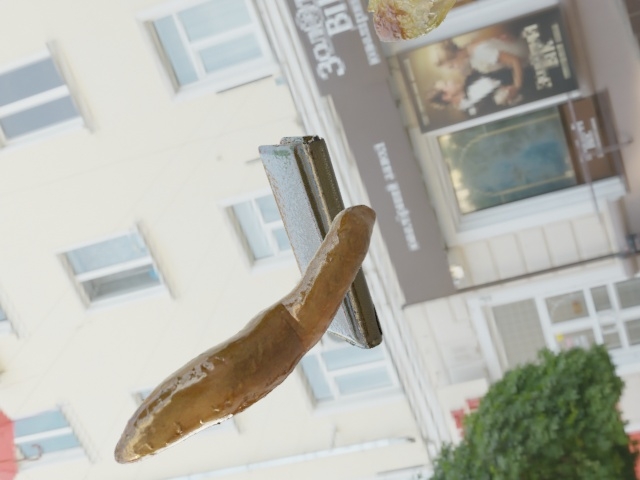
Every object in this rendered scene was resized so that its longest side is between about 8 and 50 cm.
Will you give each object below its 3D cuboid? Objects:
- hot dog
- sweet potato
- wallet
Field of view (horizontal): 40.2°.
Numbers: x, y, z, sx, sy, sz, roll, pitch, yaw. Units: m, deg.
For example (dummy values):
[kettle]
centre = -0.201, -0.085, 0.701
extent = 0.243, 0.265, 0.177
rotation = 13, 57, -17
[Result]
[hot dog]
centre = 0.094, -0.233, 0.737
extent = 0.078, 0.061, 0.169
rotation = 47, 150, 10
[sweet potato]
centre = -0.026, 0.048, 0.426
extent = 0.044, 0.179, 0.044
rotation = 42, 160, 19
[wallet]
centre = 0.000, 0.000, 0.815
extent = 0.110, 0.031, 0.198
rotation = 10, 121, 64
